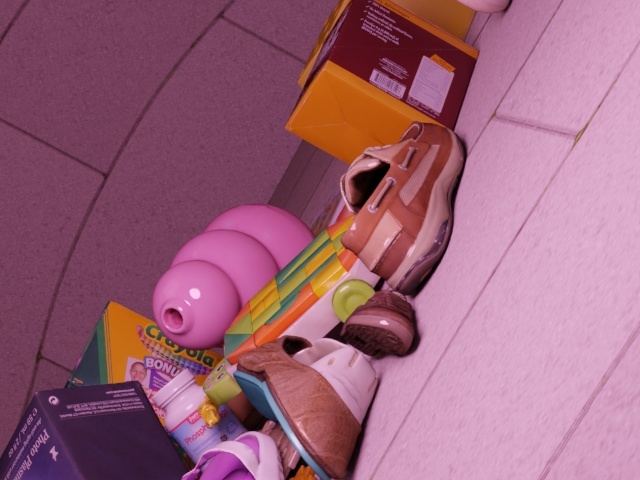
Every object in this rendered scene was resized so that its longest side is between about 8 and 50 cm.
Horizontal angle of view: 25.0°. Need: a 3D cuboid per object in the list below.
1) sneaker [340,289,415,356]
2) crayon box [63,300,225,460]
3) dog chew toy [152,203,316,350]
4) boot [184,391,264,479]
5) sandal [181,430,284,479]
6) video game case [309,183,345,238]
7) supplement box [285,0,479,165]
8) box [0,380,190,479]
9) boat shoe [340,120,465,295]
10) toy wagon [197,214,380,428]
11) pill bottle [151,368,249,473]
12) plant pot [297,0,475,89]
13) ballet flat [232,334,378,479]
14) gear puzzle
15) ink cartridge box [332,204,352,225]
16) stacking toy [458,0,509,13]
[{"bbox_3d":[0.067,0.079,1.551,0.071,0.066,0.188,-58,8,-12],"label":"sneaker"},{"bbox_3d":[-0.258,0.237,2.338,0.081,0.278,0.165,-54,12,54],"label":"crayon box"},{"bbox_3d":[-0.131,0.067,2.143,0.207,0.206,0.332,-58,-13,28],"label":"dog chew toy"},{"bbox_3d":[-0.101,0.220,2.132,0.269,0.089,0.236,-57,16,24],"label":"boot"},{"bbox_3d":[-0.117,0.289,1.602,0.169,0.102,0.416,-60,10,-2],"label":"sandal"},{"bbox_3d":[0.000,0.000,2.418,0.206,0.026,0.227,-51,14,56],"label":"video game case"},{"bbox_3d":[0.085,-0.205,1.952,0.129,0.191,0.194,-53,11,47],"label":"supplement box"},{"bbox_3d":[-0.308,0.397,1.946,0.294,0.182,0.296,53,127,31],"label":"box"},{"bbox_3d":[0.090,-0.065,1.695,0.123,0.120,0.324,-58,9,27],"label":"boat shoe"},{"bbox_3d":[-0.044,0.106,1.883,0.344,0.068,0.267,-42,14,6],"label":"toy wagon"},{"bbox_3d":[-0.158,0.258,1.993,0.087,0.160,0.087,-40,-2,-1],"label":"pill bottle"},{"bbox_3d":[0.088,-0.279,2.208,0.212,0.187,0.212,-50,15,58],"label":"plant pot"},{"bbox_3d":[-0.006,0.163,1.587,0.124,0.116,0.342,-36,12,-7],"label":"ballet flat"},{"bbox_3d":[-0.053,0.295,1.699,0.175,0.044,0.339,-62,10,-15],"label":"gear puzzle"},{"bbox_3d":[0.042,-0.005,2.095,0.145,0.045,0.179,-59,5,22],"label":"ink cartridge box"},{"bbox_3d":[0.275,-0.460,1.874,0.330,0.141,0.141,-52,11,29],"label":"stacking toy"}]
